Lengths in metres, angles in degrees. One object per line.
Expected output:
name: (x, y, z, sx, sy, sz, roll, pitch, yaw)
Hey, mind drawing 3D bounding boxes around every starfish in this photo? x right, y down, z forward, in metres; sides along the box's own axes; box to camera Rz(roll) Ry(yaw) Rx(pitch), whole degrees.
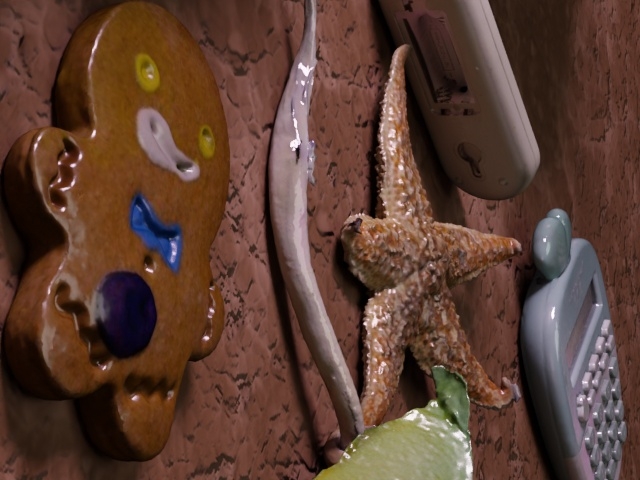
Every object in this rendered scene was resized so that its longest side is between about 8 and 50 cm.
starfish: (0.074, 0.014, 1.156, 0.231, 0.048, 0.295, 28, 57, -48)

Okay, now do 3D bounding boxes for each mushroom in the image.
mushroom: (-0.003, 0.001, 1.011, 0.068, 0.043, 0.306, -22, 103, -82)

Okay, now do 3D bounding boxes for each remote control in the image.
remote control: (0.100, -0.119, 1.201, 0.042, 0.078, 0.221, -53, 133, -39)

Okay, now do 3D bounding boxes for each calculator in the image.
calculator: (0.223, 0.106, 1.451, 0.184, 0.042, 0.295, -57, 137, -53)

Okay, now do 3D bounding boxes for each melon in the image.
melon: (0.027, 0.165, 0.959, 0.262, 0.114, 0.053, -53, 173, -46)

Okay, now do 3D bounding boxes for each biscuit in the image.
biscuit: (-0.094, -0.014, 0.826, 0.180, 0.039, 0.236, 47, 42, -50)
